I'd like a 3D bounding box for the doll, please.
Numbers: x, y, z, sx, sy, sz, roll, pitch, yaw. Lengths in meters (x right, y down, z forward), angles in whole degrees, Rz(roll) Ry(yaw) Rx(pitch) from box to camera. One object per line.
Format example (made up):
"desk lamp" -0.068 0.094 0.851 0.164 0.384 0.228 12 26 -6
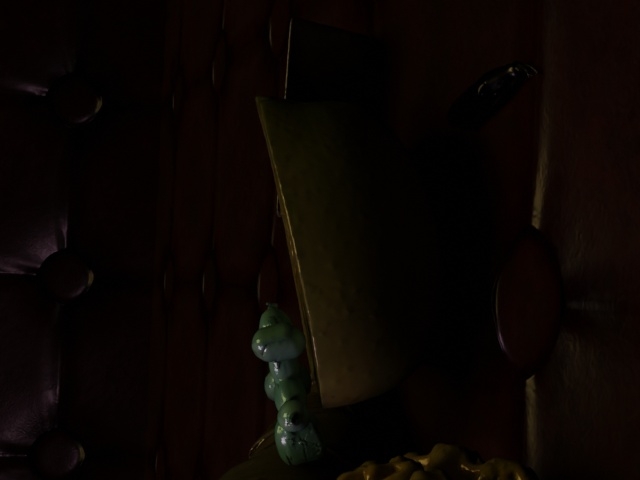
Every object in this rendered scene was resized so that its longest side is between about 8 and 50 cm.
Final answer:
"doll" -0.038 0.151 1.286 0.159 0.059 0.159 81 177 -54

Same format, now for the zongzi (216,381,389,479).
"zongzi" 0.066 0.438 1.452 0.218 0.467 0.500 -14 104 33

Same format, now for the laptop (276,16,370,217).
"laptop" 0.005 -0.162 1.600 0.015 0.187 0.269 6 94 36

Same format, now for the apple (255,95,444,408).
"apple" 0.000 0.000 1.350 0.320 0.311 0.360 -5 97 42

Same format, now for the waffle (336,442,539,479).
"waffle" 0.132 0.348 1.037 0.261 0.151 0.324 -1 100 51

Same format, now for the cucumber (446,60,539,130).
"cucumber" 0.183 -0.162 1.246 0.043 0.039 0.163 67 158 10
